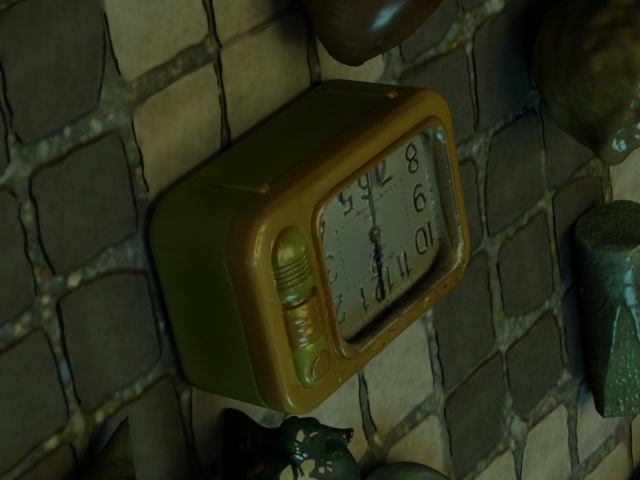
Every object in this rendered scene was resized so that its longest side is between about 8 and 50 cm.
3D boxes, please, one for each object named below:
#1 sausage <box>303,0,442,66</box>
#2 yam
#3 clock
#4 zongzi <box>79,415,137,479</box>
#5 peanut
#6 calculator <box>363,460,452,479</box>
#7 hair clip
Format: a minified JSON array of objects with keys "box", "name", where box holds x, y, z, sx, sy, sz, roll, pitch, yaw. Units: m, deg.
[{"box":[0.083,-0.347,1.184,0.136,0.123,0.501,61,46,-80],"name":"sausage"},{"box":[0.236,0.058,1.547,0.068,0.068,0.169,-36,126,-43],"name":"yam"},{"box":[0.000,0.000,1.189,0.202,0.096,0.143,-40,126,-42],"name":"clock"},{"box":[-0.141,0.157,1.085,0.104,0.052,0.113,0,86,-48],"name":"zongzi"},{"box":[0.255,-0.181,1.452,0.291,0.143,0.159,-42,97,-32],"name":"peanut"},{"box":[0.056,0.253,1.377,0.299,0.041,0.186,42,66,-52],"name":"calculator"},{"box":[-0.046,0.270,1.216,0.110,0.095,0.359,-30,130,-78],"name":"hair clip"}]
